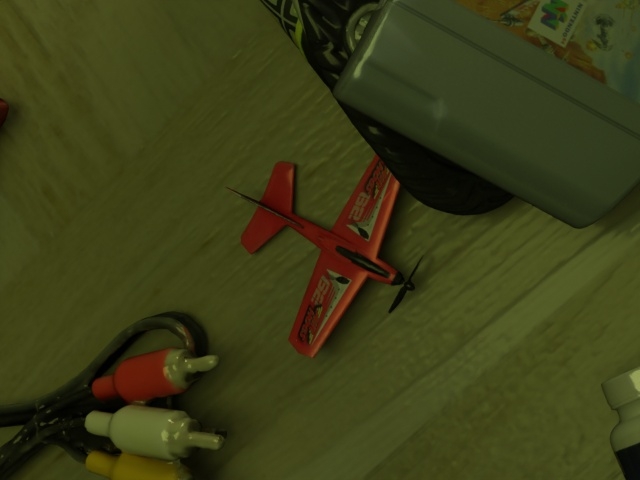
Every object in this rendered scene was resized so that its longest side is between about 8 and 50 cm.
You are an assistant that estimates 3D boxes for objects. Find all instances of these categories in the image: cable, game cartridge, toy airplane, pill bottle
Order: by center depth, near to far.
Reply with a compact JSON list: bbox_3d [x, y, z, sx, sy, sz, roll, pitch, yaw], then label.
[{"bbox_3d":[0.161,-0.169,0.833,0.198,0.062,0.297,27,91,-4],"label":"game cartridge"},{"bbox_3d":[0.212,0.131,0.845,0.067,0.067,0.120,-26,78,21],"label":"pill bottle"},{"bbox_3d":[0.000,0.000,0.964,0.151,0.028,0.151,-2,86,23],"label":"toy airplane"},{"bbox_3d":[-0.184,0.123,1.018,0.287,0.072,0.139,-5,81,24],"label":"cable"}]

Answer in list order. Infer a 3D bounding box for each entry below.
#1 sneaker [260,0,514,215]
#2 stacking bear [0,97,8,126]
[{"bbox_3d":[0.018,-0.189,0.916,0.145,0.147,0.384,-32,93,-5],"label":"sneaker"},{"bbox_3d":[-0.362,0.018,1.060,0.175,0.164,0.289,17,99,23],"label":"stacking bear"}]
